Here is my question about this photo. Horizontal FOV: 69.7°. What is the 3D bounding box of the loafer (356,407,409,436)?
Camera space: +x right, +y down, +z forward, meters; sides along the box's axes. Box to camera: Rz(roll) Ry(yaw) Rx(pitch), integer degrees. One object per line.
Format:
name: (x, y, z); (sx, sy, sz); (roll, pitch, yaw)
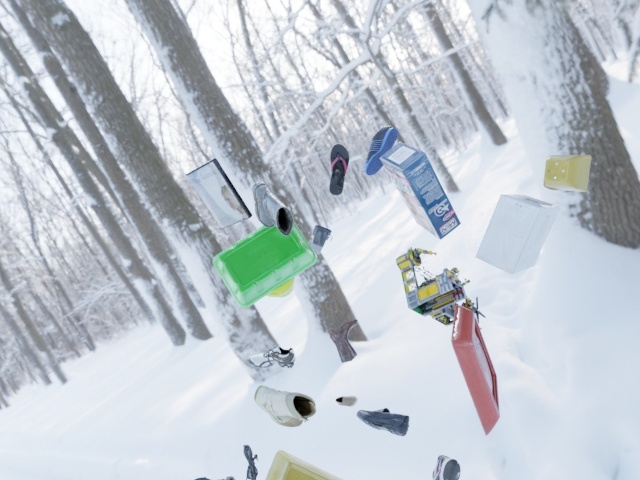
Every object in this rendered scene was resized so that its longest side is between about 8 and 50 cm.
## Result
loafer: (0.234, 0.663, 1.713); (0.223, 0.076, 0.078); (-3, 47, 44)

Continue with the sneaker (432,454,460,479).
sneaker: (0.353, 0.709, 1.326); (0.077, 0.072, 0.178); (171, 119, -78)

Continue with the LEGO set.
LEGO set: (0.425, 0.143, 1.547); (0.192, 0.331, 0.255); (-32, 36, 32)

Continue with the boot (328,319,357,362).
boot: (0.092, 0.314, 1.423); (0.106, 0.114, 0.037); (-27, -29, -5)

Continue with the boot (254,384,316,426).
boot: (-0.075, 0.501, 1.355); (0.165, 0.213, 0.077); (-7, 45, 38)

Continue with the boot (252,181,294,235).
boot: (-0.140, -0.075, 1.441); (0.076, 0.190, 0.208); (-34, 44, -16)

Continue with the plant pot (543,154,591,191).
plant pot: (0.540, -0.153, 1.023); (0.083, 0.081, 0.081); (-2, 9, -43)

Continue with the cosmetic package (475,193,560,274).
cosmetic package: (0.648, -0.027, 1.507); (0.138, 0.225, 0.224); (28, 22, 36)

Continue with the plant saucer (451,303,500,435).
plant saucer: (0.412, 0.321, 1.203); (0.047, 0.258, 0.259); (-19, 6, 23)

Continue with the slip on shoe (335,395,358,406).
slip on shoe: (0.124, 0.768, 2.205); (0.135, 0.041, 0.051); (-24, 39, 52)

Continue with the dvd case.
dvd case: (-0.383, -0.171, 1.732); (0.180, 0.253, 0.022); (-16, 22, 40)

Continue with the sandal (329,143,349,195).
sandal: (0.064, -0.246, 1.595); (0.067, 0.179, 0.040); (4, 7, 1)

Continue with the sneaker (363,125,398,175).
sneaker: (0.245, -0.390, 1.989); (0.232, 0.081, 0.090); (-58, 40, 2)

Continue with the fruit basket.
fruit basket: (-0.210, 0.096, 1.839); (0.392, 0.283, 0.392); (-33, -7, -4)

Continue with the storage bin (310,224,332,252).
storage bin: (0.000, 0.000, 2.172); (0.135, 0.098, 0.091); (116, 174, -72)

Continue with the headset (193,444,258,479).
headset: (-0.388, 0.909, 1.680); (0.394, 0.185, 0.243); (-33, -36, 17)

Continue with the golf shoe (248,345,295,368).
golf shoe: (-0.204, 0.485, 1.942); (0.198, 0.094, 0.077); (1, 21, -9)

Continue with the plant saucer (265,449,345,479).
plant saucer: (-0.053, 0.929, 1.575); (0.333, 0.332, 0.081); (-63, -4, -45)

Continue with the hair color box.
hair color box: (0.367, -0.179, 1.682); (0.105, 0.347, 0.174); (-38, 32, -1)
